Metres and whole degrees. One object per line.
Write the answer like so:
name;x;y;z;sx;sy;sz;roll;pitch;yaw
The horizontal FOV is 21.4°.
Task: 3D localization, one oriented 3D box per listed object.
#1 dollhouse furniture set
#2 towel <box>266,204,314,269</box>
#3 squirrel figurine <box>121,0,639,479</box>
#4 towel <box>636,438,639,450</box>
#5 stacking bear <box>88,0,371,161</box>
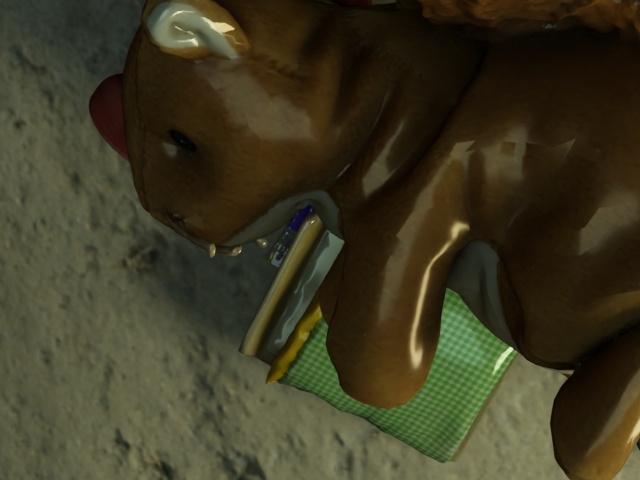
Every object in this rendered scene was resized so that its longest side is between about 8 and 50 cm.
dollhouse furniture set;0.072;0.027;1.257;0.198;0.151;0.301;28;107;3
towel;0.000;0.000;1.351;0.060;0.009;0.083;35;109;3
squirrel figurine;0.079;-0.100;1.029;0.370;0.281;0.397;26;109;4
towel;0.252;0.104;1.307;0.067;0.029;0.119;-25;97;19
stacking bear;-0.032;-0.175;1.243;0.175;0.164;0.289;34;104;3
